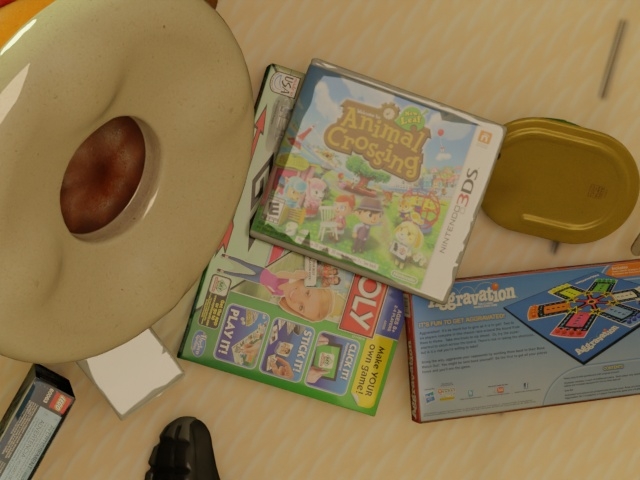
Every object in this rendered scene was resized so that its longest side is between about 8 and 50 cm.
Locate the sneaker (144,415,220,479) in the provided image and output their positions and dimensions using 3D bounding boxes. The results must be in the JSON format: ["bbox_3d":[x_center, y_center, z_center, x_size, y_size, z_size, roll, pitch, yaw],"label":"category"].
[{"bbox_3d":[-0.114,0.310,1.842,0.106,0.101,0.267,-3,90,-31],"label":"sneaker"}]

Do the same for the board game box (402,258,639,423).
[{"bbox_3d":[0.225,0.103,1.895,0.281,0.027,0.145,-5,95,-17],"label":"board game box"}]

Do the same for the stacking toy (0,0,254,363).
[{"bbox_3d":[-0.331,-0.128,1.652,0.480,0.350,0.350,26,84,34],"label":"stacking toy"}]

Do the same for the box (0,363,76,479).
[{"bbox_3d":[-0.293,0.201,1.729,0.044,0.233,0.159,29,86,-8],"label":"box"}]

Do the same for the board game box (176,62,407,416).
[{"bbox_3d":[0.000,0.000,1.872,0.213,0.046,0.317,17,87,-8],"label":"board game box"}]

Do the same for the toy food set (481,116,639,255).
[{"bbox_3d":[0.262,-0.067,1.909,0.218,0.071,0.128,15,111,-7],"label":"toy food set"}]

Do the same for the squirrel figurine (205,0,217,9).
[{"bbox_3d":[-0.167,-0.406,1.678,0.281,0.370,0.397,17,85,-11],"label":"squirrel figurine"}]

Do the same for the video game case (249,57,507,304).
[{"bbox_3d":[0.059,-0.060,1.831,0.212,0.023,0.193,20,85,-1],"label":"video game case"}]

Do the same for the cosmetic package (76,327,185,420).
[{"bbox_3d":[-0.237,0.064,1.799,0.085,0.117,0.231,-36,94,-7],"label":"cosmetic package"}]
